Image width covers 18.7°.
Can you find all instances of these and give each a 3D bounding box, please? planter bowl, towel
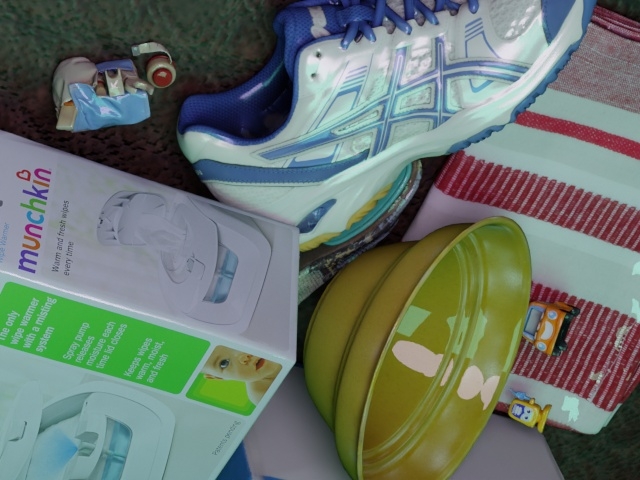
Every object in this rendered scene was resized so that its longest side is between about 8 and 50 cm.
[{"bbox_3d":[0.051,0.070,1.316,0.217,0.090,0.217,-40,142,-40],"label":"planter bowl"},{"bbox_3d":[0.183,-0.005,1.399,0.237,0.037,0.329,17,119,-24],"label":"towel"}]

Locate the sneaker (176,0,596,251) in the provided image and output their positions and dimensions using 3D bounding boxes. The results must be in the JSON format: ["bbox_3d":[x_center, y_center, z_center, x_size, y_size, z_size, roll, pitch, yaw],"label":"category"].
[{"bbox_3d":[0.040,-0.114,1.236,0.296,0.112,0.131,-39,125,13],"label":"sneaker"}]

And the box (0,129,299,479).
[{"bbox_3d":[-0.170,0.078,1.269,0.231,0.126,0.262,18,132,-18],"label":"box"}]

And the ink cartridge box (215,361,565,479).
[{"bbox_3d":[-0.019,0.304,1.485,0.285,0.166,0.395,17,119,-24],"label":"ink cartridge box"}]

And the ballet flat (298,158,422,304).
[{"bbox_3d":[0.000,0.000,1.347,0.188,0.070,0.070,-35,126,14],"label":"ballet flat"}]

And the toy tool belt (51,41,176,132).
[{"bbox_3d":[-0.130,-0.092,1.244,0.083,0.051,0.052,-12,127,-6],"label":"toy tool belt"}]

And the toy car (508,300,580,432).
[{"bbox_3d":[0.153,0.093,1.411,0.041,0.060,0.122,21,117,13],"label":"toy car"}]
